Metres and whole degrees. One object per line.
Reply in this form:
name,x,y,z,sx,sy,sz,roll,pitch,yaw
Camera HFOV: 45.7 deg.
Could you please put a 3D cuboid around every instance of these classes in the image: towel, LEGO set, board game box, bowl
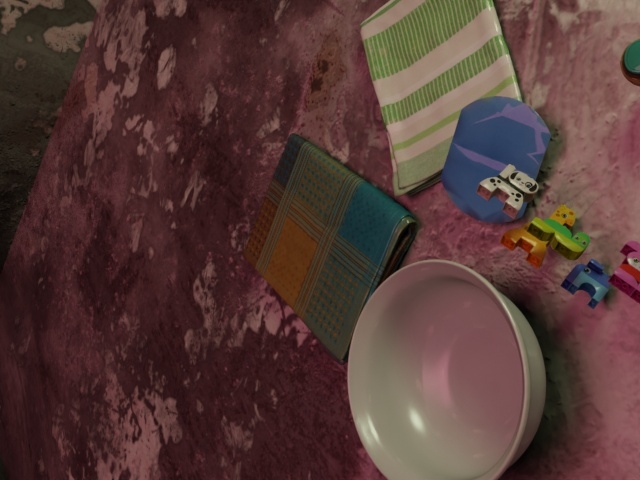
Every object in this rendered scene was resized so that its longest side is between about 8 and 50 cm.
towel,0.171,-0.254,1.148,0.248,0.038,0.324,-29,61,43
LEGO set,0.299,-0.008,0.911,0.227,0.093,0.087,38,152,19
board game box,0.238,-0.109,1.022,0.133,0.033,0.168,28,113,34
bowl,0.180,0.178,0.982,0.298,0.134,0.297,-11,75,48
towel,0.000,0.000,1.307,0.370,0.040,0.271,42,114,47

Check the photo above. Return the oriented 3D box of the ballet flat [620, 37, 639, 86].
ballet flat,0.439,-0.197,0.794,0.232,0.073,0.080,6,79,44
